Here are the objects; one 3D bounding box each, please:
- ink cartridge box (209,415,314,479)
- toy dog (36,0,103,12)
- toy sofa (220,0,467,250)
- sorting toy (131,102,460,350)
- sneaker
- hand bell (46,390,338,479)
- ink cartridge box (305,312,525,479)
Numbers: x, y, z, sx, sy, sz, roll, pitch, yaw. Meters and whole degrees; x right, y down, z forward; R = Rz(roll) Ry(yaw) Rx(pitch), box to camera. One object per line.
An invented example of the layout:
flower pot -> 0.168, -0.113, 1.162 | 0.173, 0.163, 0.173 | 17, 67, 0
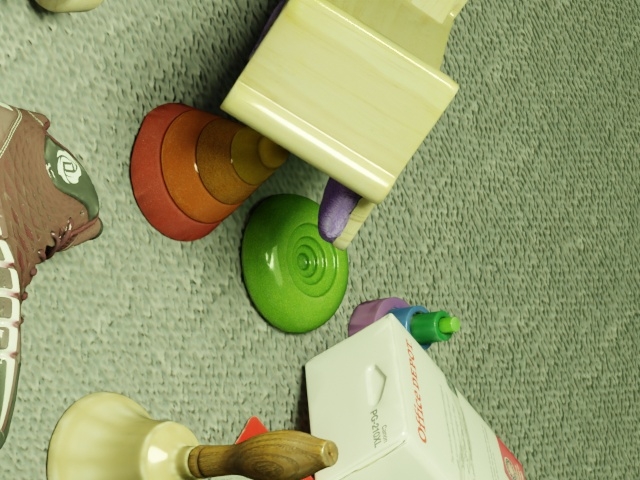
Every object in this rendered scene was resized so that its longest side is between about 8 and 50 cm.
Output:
ink cartridge box -> -0.046, 0.270, 1.634 | 0.134, 0.078, 0.231 | 52, 48, -28
toy dog -> -0.230, -0.330, 1.481 | 0.220, 0.161, 0.333 | -37, 110, -45
toy sofa -> 0.021, -0.153, 1.648 | 0.150, 0.177, 0.362 | 33, 24, -6
sorting toy -> 0.000, 0.000, 1.703 | 0.365, 0.126, 0.127 | 41, 54, -35
sneaker -> -0.222, 0.024, 1.468 | 0.162, 0.106, 0.281 | 5, 79, -51
hand bell -> -0.084, 0.170, 1.488 | 0.126, 0.242, 0.126 | 11, 76, -47
ink cartridge box -> 0.093, 0.209, 1.733 | 0.237, 0.100, 0.172 | 49, 20, -32
